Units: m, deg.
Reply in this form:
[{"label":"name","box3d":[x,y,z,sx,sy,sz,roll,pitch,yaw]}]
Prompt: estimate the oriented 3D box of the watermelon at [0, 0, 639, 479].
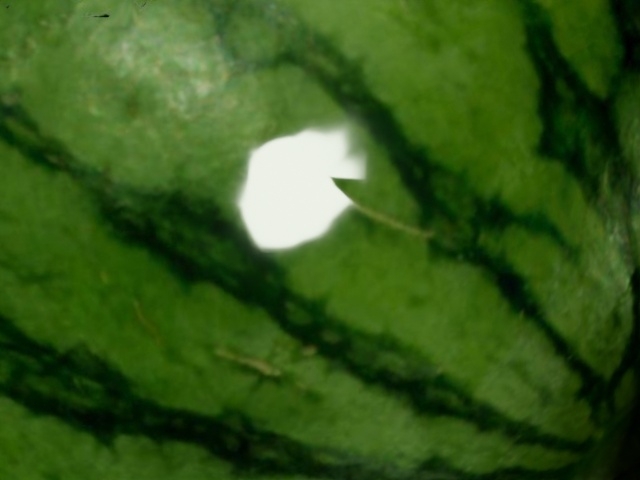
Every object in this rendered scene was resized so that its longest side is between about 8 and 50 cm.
[{"label":"watermelon","box3d":[0.000,0.000,0.476,0.189,0.331,0.331,27,101,39]}]
